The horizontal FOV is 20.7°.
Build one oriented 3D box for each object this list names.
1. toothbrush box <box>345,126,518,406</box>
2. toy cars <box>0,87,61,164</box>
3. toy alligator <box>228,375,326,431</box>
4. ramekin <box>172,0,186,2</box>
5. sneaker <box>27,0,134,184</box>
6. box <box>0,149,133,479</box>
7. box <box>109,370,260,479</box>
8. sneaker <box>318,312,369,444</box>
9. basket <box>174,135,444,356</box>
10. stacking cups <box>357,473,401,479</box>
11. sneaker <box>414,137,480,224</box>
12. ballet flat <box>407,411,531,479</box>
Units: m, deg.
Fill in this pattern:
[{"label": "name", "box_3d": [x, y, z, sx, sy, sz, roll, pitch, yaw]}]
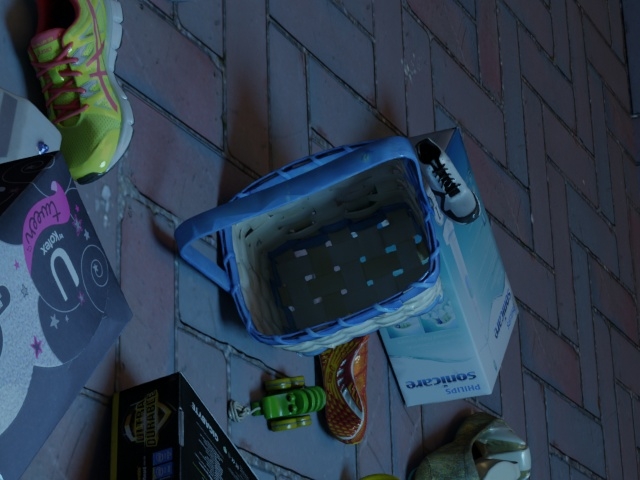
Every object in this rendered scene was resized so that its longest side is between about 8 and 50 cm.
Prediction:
[{"label": "toothbrush box", "box_3d": [0.148, 0.034, 2.303, 0.216, 0.126, 0.296, -62, 136, -57]}, {"label": "toy cars", "box_3d": [-0.284, -0.168, 1.444, 0.176, 0.087, 0.394, -46, 122, -62]}, {"label": "toy alligator", "box_3d": [-0.036, 0.178, 1.911, 0.189, 0.051, 0.056, 1, 79, -67]}, {"label": "ramekin", "box_3d": [-0.126, -0.365, 1.866, 0.207, 0.109, 0.207, -10, 90, -67]}, {"label": "sneaker", "box_3d": [-0.229, -0.149, 1.588, 0.094, 0.081, 0.209, 30, 45, -55]}, {"label": "box", "box_3d": [-0.267, 0.063, 1.313, 0.247, 0.142, 0.163, -61, 136, -57]}, {"label": "box", "box_3d": [-0.091, 0.317, 1.626, 0.257, 0.079, 0.322, -94, 159, -47]}, {"label": "sneaker", "box_3d": [0.027, 0.156, 2.078, 0.067, 0.064, 0.175, 74, 19, -70]}, {"label": "basket", "box_3d": [0.000, 0.000, 1.844, 0.289, 0.254, 0.201, 56, 15, -68]}, {"label": "stacking cups", "box_3d": [0.122, 0.409, 2.118, 0.096, 0.096, 0.316, -78, 148, -42]}, {"label": "sneaker", "box_3d": [0.128, -0.061, 1.821, 0.109, 0.040, 0.044, 55, 0, 29]}, {"label": "ballet flat", "box_3d": [0.224, 0.307, 2.378, 0.348, 0.123, 0.123, -17, 96, -67]}]
